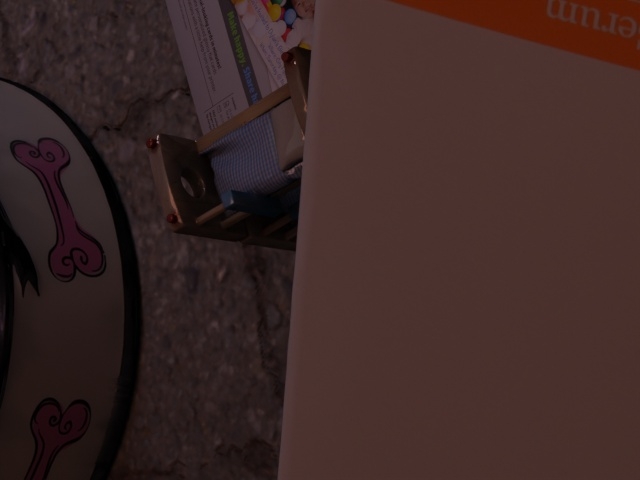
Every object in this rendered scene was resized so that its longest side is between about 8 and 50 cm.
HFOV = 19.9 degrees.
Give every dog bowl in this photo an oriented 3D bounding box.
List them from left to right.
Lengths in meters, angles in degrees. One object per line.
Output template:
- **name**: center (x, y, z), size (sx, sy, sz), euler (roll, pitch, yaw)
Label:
- **dog bowl**: center (-0.330, 0.067, 1.358), size (0.408, 0.150, 0.408), euler (-5, 82, 39)

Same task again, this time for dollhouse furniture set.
- **dollhouse furniture set**: center (0.000, 0.000, 1.108), size (0.129, 0.129, 0.183), euler (-30, 67, 33)

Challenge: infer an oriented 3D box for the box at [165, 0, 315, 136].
- **box**: center (-0.013, -0.146, 1.197), size (0.186, 0.038, 0.145), euler (-29, 67, 32)

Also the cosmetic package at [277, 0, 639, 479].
- **cosmetic package**: center (0.123, -0.042, 0.847), size (0.230, 0.161, 0.453), euler (18, 123, 22)
